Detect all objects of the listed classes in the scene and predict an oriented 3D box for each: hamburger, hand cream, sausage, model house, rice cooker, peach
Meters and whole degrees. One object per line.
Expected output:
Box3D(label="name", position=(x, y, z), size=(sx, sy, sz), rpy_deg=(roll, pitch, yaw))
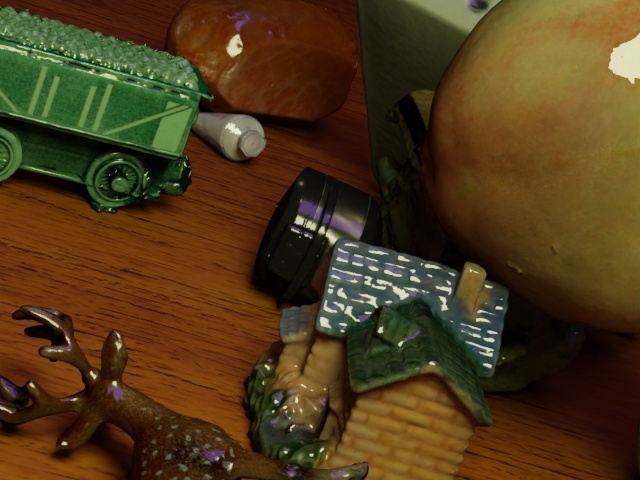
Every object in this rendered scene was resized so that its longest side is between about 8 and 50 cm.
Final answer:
Box3D(label="hamburger", position=(0.152, 0.003, 1.215), size=(0.192, 0.167, 0.288), rpy_deg=(11, 39, -19))
Box3D(label="hand cream", position=(-0.106, -0.122, 1.507), size=(0.084, 0.053, 0.142), rpy_deg=(9, 10, -32))
Box3D(label="sausage", position=(-0.072, -0.223, 1.618), size=(0.268, 0.153, 0.141), rpy_deg=(0, 31, -43))
Box3D(label="model house", position=(0.049, 0.091, 0.962), size=(0.166, 0.172, 0.183), rpy_deg=(19, 22, -10))
Box3D(label="rice cooker", position=(0.000, 0.000, 1.214), size=(0.106, 0.112, 0.165), rpy_deg=(23, 19, -12))
Box3D(label="peach", position=(0.219, -0.069, 0.990), size=(0.292, 0.292, 0.247), rpy_deg=(17, 24, -12))

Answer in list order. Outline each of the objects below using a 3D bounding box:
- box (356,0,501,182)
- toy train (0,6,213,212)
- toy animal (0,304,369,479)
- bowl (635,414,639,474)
Box3D(label="box", position=(0.208, -0.096, 1.358), size=(0.367, 0.373, 0.090), rpy_deg=(32, 64, 23))
Box3D(label="toy train", position=(-0.237, -0.118, 1.208), size=(0.269, 0.154, 0.115), rpy_deg=(13, 21, -21))
Box3D(label="toy animal", position=(-0.096, 0.143, 0.819), size=(0.260, 0.087, 0.243), rpy_deg=(21, 19, -10))
Box3D(label="bowl", position=(0.378, 0.193, 1.048), size=(0.307, 0.163, 0.307), rpy_deg=(20, 21, -8))
